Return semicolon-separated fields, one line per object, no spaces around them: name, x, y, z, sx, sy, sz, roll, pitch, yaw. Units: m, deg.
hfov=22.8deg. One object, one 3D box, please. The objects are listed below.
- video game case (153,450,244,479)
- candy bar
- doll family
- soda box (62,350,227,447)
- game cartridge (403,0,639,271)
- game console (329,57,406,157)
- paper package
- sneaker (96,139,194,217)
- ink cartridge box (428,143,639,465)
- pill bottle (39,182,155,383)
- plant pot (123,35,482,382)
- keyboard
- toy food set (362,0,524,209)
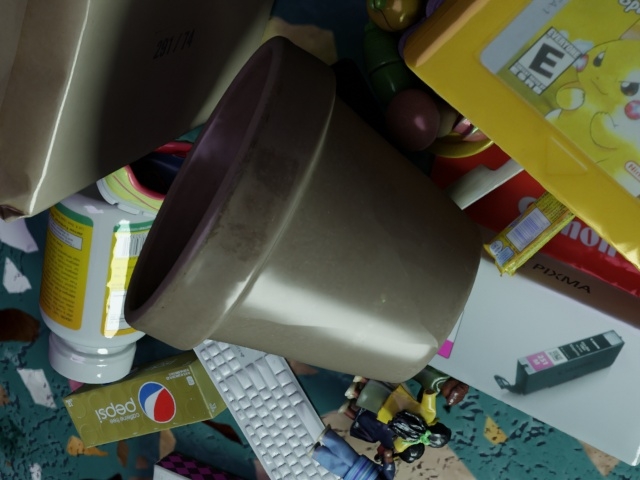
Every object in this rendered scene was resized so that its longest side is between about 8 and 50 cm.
video game case;-0.076;0.352;1.659;0.232;0.042;0.210;18;117;24
candy bar;0.201;-0.031;1.316;0.161;0.018;0.040;-43;73;15
doll family;0.068;0.179;1.487;0.111;0.076;0.193;35;129;8
soda box;-0.174;0.160;1.628;0.181;0.058;0.061;-17;101;35
game cartridge;0.270;-0.154;1.151;0.285;0.053;0.323;39;117;-15
game console;0.027;-0.094;1.397;0.071;0.107;0.122;-27;95;6
paper package;-0.173;-0.221;1.304;0.168;0.325;0.309;32;123;16
sneaker;-0.100;-0.045;1.436;0.208;0.081;0.094;11;163;-6
ink cartridge box;0.191;0.029;1.357;0.275;0.060;0.239;26;122;20
pill bottle;-0.214;0.031;1.562;0.117;0.117;0.208;22;120;21
plant pot;0.000;0.000;1.281;0.229;0.263;0.263;27;125;-12
keyboard;-0.051;0.160;1.563;0.072;0.014;0.256;-30;94;5
toy food set;0.092;-0.135;1.311;0.128;0.071;0.218;-25;82;37
